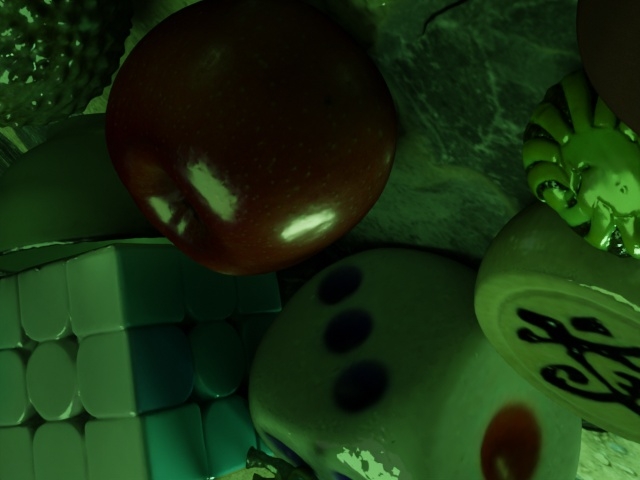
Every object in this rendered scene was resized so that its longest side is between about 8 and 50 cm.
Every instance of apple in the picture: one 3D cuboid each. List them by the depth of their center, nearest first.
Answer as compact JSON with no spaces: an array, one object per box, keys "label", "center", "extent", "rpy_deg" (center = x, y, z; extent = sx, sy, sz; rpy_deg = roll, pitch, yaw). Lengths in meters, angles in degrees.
[{"label":"apple","center":[-0.066,-0.097,0.683],"extent":[0.260,0.216,0.260],"rpy_deg":[33,153,19]}]

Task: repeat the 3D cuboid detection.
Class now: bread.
[{"label":"bread","center":[0.200,-0.051,0.493],"extent":[0.130,0.071,0.139],"rpy_deg":[-29,86,45]}]

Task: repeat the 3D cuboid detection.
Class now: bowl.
[{"label":"bowl","center":[-0.287,-0.064,1.038],"extent":[0.354,0.354,0.185],"rpy_deg":[158,109,-65]}]

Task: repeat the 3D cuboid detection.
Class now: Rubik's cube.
[{"label":"Rubik's cube","center":[-0.238,0.168,0.988],"extent":[0.291,0.290,0.291],"rpy_deg":[-12,171,33]}]

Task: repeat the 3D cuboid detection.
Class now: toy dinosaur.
[{"label":"toy dinosaur","center":[-0.030,0.302,0.855],"extent":[0.147,0.076,0.363],"rpy_deg":[13,151,14]}]

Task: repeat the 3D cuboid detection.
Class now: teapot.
[{"label":"teapot","center":[-0.021,0.062,1.088],"extent":[0.111,0.149,0.108],"rpy_deg":[-8,120,10]}]

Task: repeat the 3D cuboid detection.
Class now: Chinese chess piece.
[{"label":"Chinese chess piece","center":[0.257,0.069,0.630],"extent":[0.257,0.104,0.257],"rpy_deg":[34,158,16]}]

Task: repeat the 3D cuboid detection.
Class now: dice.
[{"label":"dice","center":[0.110,0.205,0.894],"extent":[0.304,0.277,0.304],"rpy_deg":[7,143,51]}]

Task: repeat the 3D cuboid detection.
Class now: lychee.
[{"label":"lychee","center":[-0.325,-0.252,0.783],"extent":[0.255,0.255,0.274],"rpy_deg":[45,120,-12]}]

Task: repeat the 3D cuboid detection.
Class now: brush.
[{"label":"brush","center":[0.000,0.000,1.018],"extent":[0.164,0.014,0.051],"rpy_deg":[42,159,-8]}]

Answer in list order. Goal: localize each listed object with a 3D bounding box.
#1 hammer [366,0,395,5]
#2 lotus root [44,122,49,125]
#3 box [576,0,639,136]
[{"label":"hammer","center":[-0.039,-0.203,0.557],"extent":[0.195,0.028,0.060],"rpy_deg":[-2,144,5]},{"label":"lotus root","center":[-0.557,-0.291,1.245],"extent":[0.258,0.097,0.110],"rpy_deg":[51,158,-17]},{"label":"box","center":[0.304,-0.050,0.313],"extent":[0.404,0.108,0.263],"rpy_deg":[38,157,-2]}]
